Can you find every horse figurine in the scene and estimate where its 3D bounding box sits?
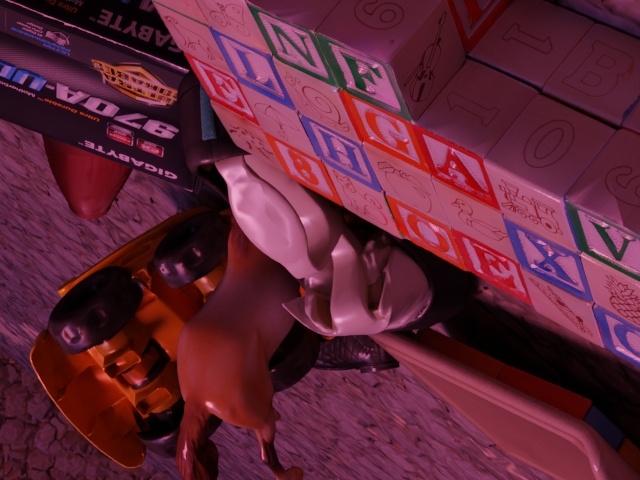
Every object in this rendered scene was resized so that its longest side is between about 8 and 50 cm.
[{"bbox_3d":[-0.041,0.058,1.141,0.066,0.263,0.174,11,160,30],"label":"horse figurine"}]

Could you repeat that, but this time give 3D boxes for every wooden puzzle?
[{"bbox_3d":[0.157,0.131,1.190,0.238,0.044,0.221,31,172,44],"label":"wooden puzzle"}]

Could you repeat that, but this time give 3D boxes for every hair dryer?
[{"bbox_3d":[-0.211,-0.135,1.300,0.223,0.080,0.293,25,144,50],"label":"hair dryer"}]

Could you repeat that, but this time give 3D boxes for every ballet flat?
[{"bbox_3d":[0.023,0.081,1.405,0.173,0.057,0.049,173,90,-68],"label":"ballet flat"},{"bbox_3d":[0.000,0.000,1.052,0.095,0.096,0.280,-22,134,27],"label":"ballet flat"}]

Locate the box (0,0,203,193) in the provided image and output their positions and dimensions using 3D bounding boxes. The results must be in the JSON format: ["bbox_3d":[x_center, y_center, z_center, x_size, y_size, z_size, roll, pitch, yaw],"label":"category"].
[{"bbox_3d":[-0.165,-0.121,1.106,0.220,0.051,0.175,21,157,-1],"label":"box"}]

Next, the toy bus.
[{"bbox_3d":[-0.106,0.045,1.391,0.149,0.220,0.211,53,-167,-21],"label":"toy bus"}]

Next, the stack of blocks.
[{"bbox_3d":[0.061,-0.068,0.813,0.297,0.087,0.171,30,161,33],"label":"stack of blocks"}]
